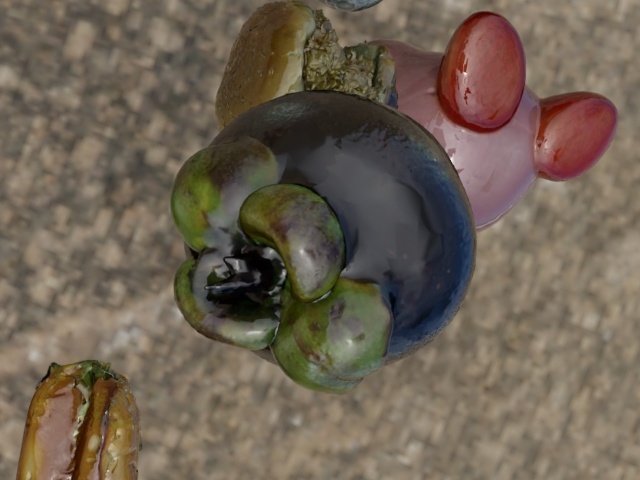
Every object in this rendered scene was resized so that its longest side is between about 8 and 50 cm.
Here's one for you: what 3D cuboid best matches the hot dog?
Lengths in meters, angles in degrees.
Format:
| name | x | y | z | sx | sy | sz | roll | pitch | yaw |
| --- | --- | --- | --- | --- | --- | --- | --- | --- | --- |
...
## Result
| name | x | y | z | sx | sy | sz | roll | pitch | yaw |
| --- | --- | --- | --- | --- | --- | --- | --- | --- | --- |
| hot dog | -0.197 | 0.227 | 1.514 | 0.072 | 0.115 | 0.269 | -3 | 110 | -49 |

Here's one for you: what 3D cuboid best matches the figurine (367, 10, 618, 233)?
| name | x | y | z | sx | sy | sz | roll | pitch | yaw |
| --- | --- | --- | --- | --- | --- | --- | --- | --- | --- |
| figurine | 0.153 | -0.110 | 2.127 | 0.270 | 0.261 | 0.211 | 32 | 69 | -39 |

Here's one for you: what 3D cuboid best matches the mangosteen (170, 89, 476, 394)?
| name | x | y | z | sx | sy | sz | roll | pitch | yaw |
| --- | --- | --- | --- | --- | --- | --- | --- | --- | --- |
| mangosteen | 0.000 | 0.000 | 1.357 | 0.243 | 0.243 | 0.243 | -24 | 124 | -43 |

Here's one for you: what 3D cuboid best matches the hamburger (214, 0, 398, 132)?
| name | x | y | z | sx | sy | sz | roll | pitch | yaw |
| --- | --- | --- | --- | --- | --- | --- | --- | --- | --- |
| hamburger | -0.023 | -0.119 | 1.627 | 0.131 | 0.159 | 0.185 | 28 | 43 | -29 |

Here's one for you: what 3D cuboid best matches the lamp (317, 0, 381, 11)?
| name | x | y | z | sx | sy | sz | roll | pitch | yaw |
| --- | --- | --- | --- | --- | --- | --- | --- | --- | --- |
| lamp | 0.027 | -0.258 | 1.699 | 0.105 | 0.105 | 0.105 | -24 | 124 | -43 |
